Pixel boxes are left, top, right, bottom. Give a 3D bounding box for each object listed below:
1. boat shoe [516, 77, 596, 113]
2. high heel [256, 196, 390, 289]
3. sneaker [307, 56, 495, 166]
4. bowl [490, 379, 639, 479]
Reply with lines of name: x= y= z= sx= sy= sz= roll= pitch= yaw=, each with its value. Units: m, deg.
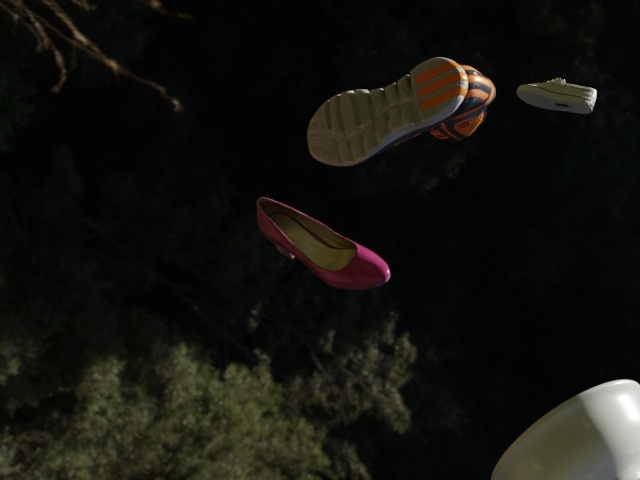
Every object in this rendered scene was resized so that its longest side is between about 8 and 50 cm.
boat shoe: x=0.302 y=-0.189 z=1.118 sx=0.035 sy=0.100 sz=0.035 roll=-65 pitch=150 yaw=-17
high heel: x=0.000 y=0.000 z=1.406 sx=0.082 sy=0.244 sz=0.117 roll=-49 pitch=141 yaw=-18
sneaker: x=0.140 y=-0.189 z=1.421 sx=0.180 sy=0.321 sz=0.125 roll=3 pitch=78 yaw=-50
bowl: x=0.434 y=0.370 z=1.412 sx=0.297 sy=0.134 sz=0.298 roll=-19 pitch=140 yaw=-17
